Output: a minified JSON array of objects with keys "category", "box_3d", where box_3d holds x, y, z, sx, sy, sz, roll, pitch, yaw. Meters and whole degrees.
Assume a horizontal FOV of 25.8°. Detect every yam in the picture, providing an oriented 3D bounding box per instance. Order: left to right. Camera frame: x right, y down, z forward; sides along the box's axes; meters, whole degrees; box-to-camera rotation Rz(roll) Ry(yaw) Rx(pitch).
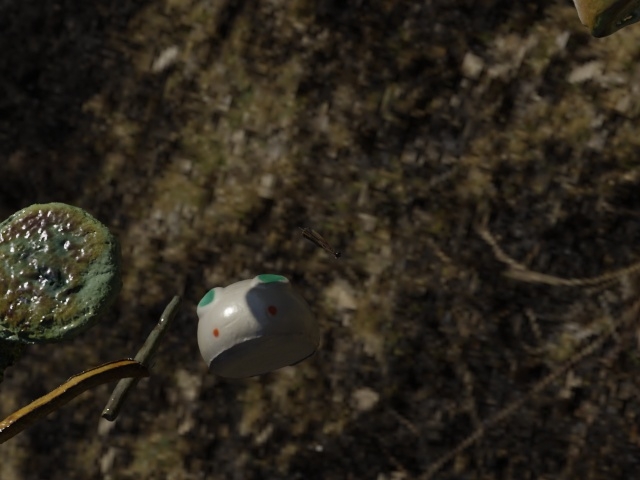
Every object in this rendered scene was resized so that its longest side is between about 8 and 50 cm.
[{"category":"yam","box_3d":[-0.261,0.174,2.086,0.027,0.029,0.234,95,-160,-54]}]

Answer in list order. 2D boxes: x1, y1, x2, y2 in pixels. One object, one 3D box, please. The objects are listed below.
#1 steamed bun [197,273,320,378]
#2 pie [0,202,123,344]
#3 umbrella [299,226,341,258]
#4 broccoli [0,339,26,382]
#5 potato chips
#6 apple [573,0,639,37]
[{"category":"steamed bun","box_3d":[-0.097,0.122,2.058,0.177,0.228,0.131,-18,75,7]},{"category":"pie","box_3d":[-0.315,0.037,1.599,0.041,0.186,0.187,87,175,-58]},{"category":"umbrella","box_3d":[-0.001,0.002,2.183,0.083,0.031,0.020,41,83,17]},{"category":"broccoli","box_3d":[-0.547,0.118,1.734,0.302,0.375,0.249,17,128,36]},{"category":"potato chips","box_3d":[-0.301,0.187,1.663,0.026,0.204,0.037,17,128,62]},{"category":"apple","box_3d":[0.401,-0.392,1.750,0.193,0.265,0.120,55,156,14]}]
